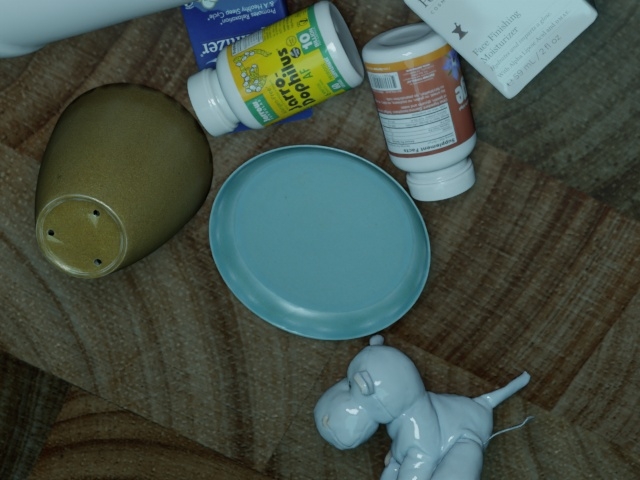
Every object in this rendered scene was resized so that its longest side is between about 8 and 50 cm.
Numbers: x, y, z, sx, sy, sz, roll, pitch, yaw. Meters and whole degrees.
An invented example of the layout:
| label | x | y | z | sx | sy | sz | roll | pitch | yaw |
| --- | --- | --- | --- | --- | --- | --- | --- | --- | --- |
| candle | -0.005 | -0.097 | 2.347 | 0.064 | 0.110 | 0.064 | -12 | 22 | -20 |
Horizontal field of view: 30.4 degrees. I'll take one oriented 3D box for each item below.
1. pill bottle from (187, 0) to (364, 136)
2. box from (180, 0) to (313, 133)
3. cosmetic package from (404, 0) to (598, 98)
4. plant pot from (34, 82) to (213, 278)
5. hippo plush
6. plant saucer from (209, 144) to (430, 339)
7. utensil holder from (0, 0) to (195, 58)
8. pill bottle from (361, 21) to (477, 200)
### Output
| label | x | y | z | sx | sy | sz | roll | pitch | yaw |
| --- | --- | --- | --- | --- | --- | --- | --- | --- | --- |
| pill bottle | -0.060 | -0.213 | 1.509 | 0.208 | 0.117 | 0.117 | -22 | 111 | 14 |
| box | -0.099 | -0.252 | 1.581 | 0.136 | 0.036 | 0.225 | -10 | 115 | 11 |
| cosmetic package | 0.220 | -0.305 | 1.451 | 0.184 | 0.151 | 0.151 | 40 | 114 | -12 |
| plant pot | -0.284 | -0.057 | 1.576 | 0.237 | 0.254 | 0.237 | 3 | 117 | 6 |
| hippo plush | 0.121 | 0.273 | 1.698 | 0.236 | 0.234 | 0.294 | 40 | 114 | -13 |
| plant saucer | 0.000 | 0.000 | 1.668 | 0.318 | 0.043 | 0.317 | 6 | 121 | 10 |
| utensil holder | -0.246 | -0.404 | 1.318 | 0.385 | 0.327 | 0.327 | -10 | 115 | 26 |
| pill bottle | 0.137 | -0.167 | 1.546 | 0.121 | 0.121 | 0.216 | -12 | 114 | 12 |
